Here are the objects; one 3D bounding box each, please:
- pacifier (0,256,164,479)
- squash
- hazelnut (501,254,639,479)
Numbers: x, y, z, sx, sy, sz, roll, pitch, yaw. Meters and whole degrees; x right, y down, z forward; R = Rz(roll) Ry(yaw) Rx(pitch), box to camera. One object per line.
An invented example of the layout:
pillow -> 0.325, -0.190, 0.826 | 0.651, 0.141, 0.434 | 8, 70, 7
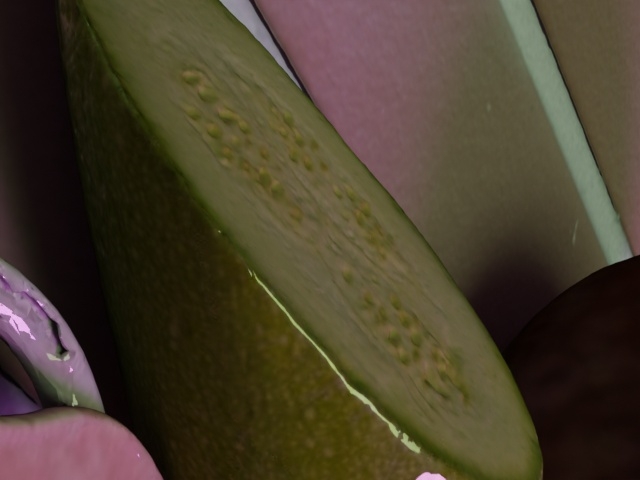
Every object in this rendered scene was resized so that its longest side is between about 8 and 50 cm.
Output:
pacifier -> -0.118, 0.143, 0.379 | 0.220, 0.273, 0.332 | -49, 141, 2
squash -> 0.000, 0.000, 0.538 | 0.189, 0.189, 0.260 | -30, 122, -49
hazelnut -> 0.242, 0.203, 0.825 | 0.359, 0.359, 0.409 | 38, 70, -52
